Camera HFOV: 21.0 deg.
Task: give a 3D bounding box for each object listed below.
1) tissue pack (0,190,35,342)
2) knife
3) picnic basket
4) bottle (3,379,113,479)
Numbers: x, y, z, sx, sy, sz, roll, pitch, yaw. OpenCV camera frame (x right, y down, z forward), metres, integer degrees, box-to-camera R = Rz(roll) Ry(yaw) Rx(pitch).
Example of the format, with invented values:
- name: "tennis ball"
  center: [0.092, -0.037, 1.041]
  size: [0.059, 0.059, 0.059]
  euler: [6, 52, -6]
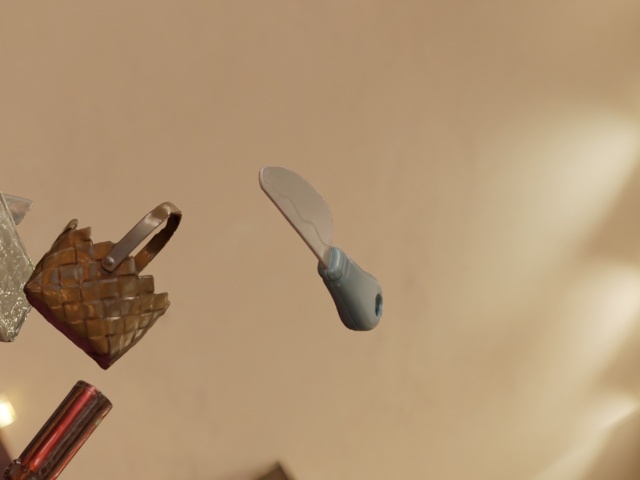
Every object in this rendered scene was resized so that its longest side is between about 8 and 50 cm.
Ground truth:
- name: "tissue pack"
  center: [-0.431, 0.001, 1.904]
  size: [0.229, 0.145, 0.159]
  euler: [6, -43, 25]
- name: "knife"
  center: [0.001, -0.001, 1.417]
  size: [0.032, 0.058, 0.244]
  euler: [2, -32, 26]
- name: "picnic basket"
  center: [-0.213, 0.028, 1.806]
  size: [0.138, 0.178, 0.128]
  euler: [40, -11, 3]
- name: "bottle"
  center: [-0.329, 0.251, 2.132]
  size: [0.060, 0.164, 0.060]
  euler: [32, -21, 13]
